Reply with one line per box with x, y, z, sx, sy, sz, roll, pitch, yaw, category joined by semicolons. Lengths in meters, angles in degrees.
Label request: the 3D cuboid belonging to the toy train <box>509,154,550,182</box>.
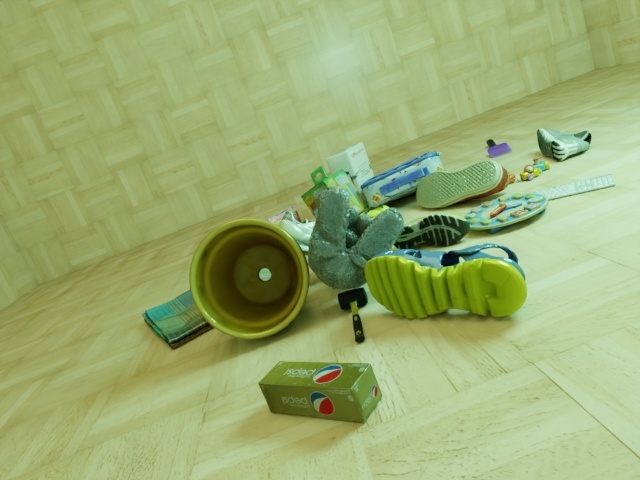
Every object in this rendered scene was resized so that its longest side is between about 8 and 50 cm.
0.620;-0.218;1.528;0.166;0.046;0.125;-27;16;-23;toy train

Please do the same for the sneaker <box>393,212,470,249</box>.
0.282;-0.033;1.256;0.208;0.081;0.094;-6;13;40;sneaker

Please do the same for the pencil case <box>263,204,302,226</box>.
-0.201;-0.030;1.862;0.284;0.124;0.124;-24;14;-7;pencil case

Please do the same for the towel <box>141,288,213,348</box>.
-0.348;0.188;1.417;0.271;0.040;0.370;-28;16;-24;towel

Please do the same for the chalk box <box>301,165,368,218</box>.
0.036;-0.155;1.736;0.132;0.213;0.132;-33;3;44;chalk box

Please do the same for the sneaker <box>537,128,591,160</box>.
0.797;-0.320;1.613;0.132;0.086;0.228;-14;25;10;sneaker

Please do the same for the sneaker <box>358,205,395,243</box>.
0.117;-0.003;1.317;0.109;0.123;0.295;-16;-6;-12;sneaker

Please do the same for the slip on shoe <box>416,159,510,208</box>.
0.423;-0.160;1.512;0.101;0.123;0.331;13;-15;-34;slip on shoe

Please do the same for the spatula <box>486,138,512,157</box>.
0.717;-0.386;2.051;0.084;0.030;0.296;-20;14;15;spatula

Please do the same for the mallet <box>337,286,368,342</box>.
0.078;0.144;0.984;0.062;0.039;0.189;-19;19;-2;mallet

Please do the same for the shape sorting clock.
0.451;-0.076;1.228;0.206;0.040;0.206;-19;18;7;shape sorting clock

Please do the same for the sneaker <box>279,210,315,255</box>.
0.000;0.000;1.301;0.235;0.094;0.090;20;-15;-26;sneaker

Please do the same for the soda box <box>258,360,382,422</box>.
-0.004;0.223;0.746;0.181;0.058;0.061;-10;18;38;soda box

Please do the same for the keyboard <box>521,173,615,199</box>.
0.599;-0.122;1.264;0.256;0.014;0.072;-13;16;29;keyboard

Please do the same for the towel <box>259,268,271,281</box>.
-0.130;0.105;1.419;0.113;0.023;0.152;-6;19;12;towel

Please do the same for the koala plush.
0.056;0.017;1.120;0.196;0.203;0.221;22;-9;1;koala plush

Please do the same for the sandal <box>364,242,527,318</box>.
0.226;0.066;0.905;0.317;0.126;0.138;2;22;39;sandal

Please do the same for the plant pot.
-0.146;0.082;1.150;0.254;0.254;0.239;-21;-2;2;plant pot

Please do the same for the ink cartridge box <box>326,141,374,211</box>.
0.131;-0.238;1.914;0.100;0.237;0.172;-13;16;29;ink cartridge box

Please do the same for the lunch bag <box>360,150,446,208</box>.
0.295;-0.214;1.744;0.303;0.115;0.243;-25;-2;15;lunch bag
